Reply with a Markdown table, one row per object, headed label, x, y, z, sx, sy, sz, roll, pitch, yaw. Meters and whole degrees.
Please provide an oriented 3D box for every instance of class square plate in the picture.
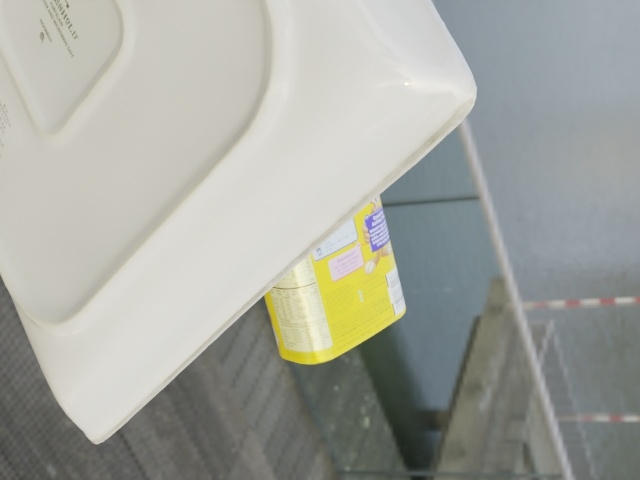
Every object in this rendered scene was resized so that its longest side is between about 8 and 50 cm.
| label | x | y | z | sx | sy | sz | roll | pitch | yaw |
| --- | --- | --- | --- | --- | --- | --- | --- | --- | --- |
| square plate | -0.119 | -0.112 | 0.638 | 0.049 | 0.344 | 0.347 | -8 | 64 | -46 |

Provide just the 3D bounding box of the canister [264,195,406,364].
| label | x | y | z | sx | sy | sz | roll | pitch | yaw |
| --- | --- | --- | --- | --- | --- | --- | --- | --- | --- |
| canister | 0.000 | 0.000 | 0.991 | 0.126 | 0.073 | 0.170 | -28 | 113 | -35 |
